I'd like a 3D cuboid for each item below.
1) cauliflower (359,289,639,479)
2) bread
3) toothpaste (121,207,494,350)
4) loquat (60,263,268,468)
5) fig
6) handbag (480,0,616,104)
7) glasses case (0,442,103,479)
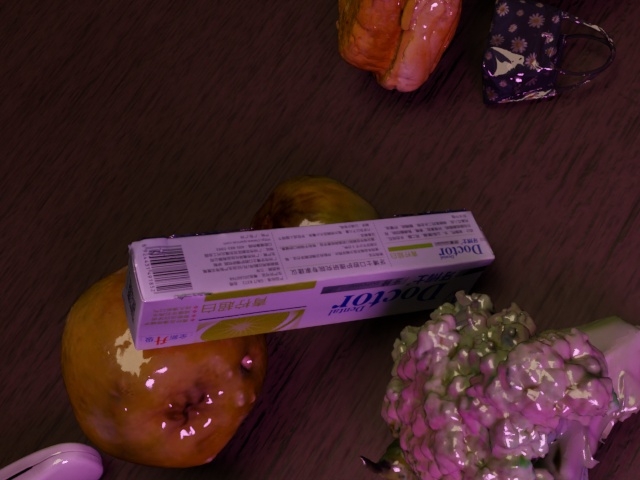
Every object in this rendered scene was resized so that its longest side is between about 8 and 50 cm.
[{"bbox_3d":[0.185,0.130,0.646,0.315,0.239,0.256,-27,26,-10],"label":"cauliflower"},{"bbox_3d":[0.091,-0.294,0.920,0.120,0.198,0.236,7,59,-10],"label":"bread"},{"bbox_3d":[-0.004,0.031,0.725,0.336,0.081,0.067,-5,54,-23],"label":"toothpaste"},{"bbox_3d":[-0.168,0.111,0.813,0.213,0.213,0.246,-44,37,-3],"label":"loquat"},{"bbox_3d":[-0.008,-0.005,0.842,0.152,0.121,0.136,9,72,29],"label":"fig"},{"bbox_3d":[0.249,-0.209,0.865,0.139,0.072,0.115,7,65,24],"label":"handbag"},{"bbox_3d":[-0.328,0.278,0.868,0.193,0.074,0.049,-30,51,7],"label":"glasses case"}]
